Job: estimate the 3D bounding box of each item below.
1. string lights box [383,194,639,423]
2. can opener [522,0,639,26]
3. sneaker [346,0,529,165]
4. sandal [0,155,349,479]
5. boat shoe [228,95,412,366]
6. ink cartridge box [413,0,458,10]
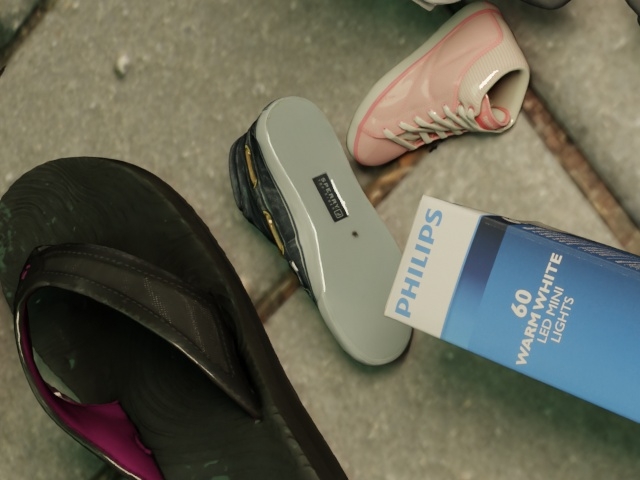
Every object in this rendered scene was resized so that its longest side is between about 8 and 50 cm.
[{"bbox_3d":[0.179,0.052,0.944,0.260,0.133,0.076,21,97,38],"label":"string lights box"},{"bbox_3d":[0.185,-0.117,0.996,0.095,0.076,0.283,-39,60,8],"label":"can opener"},{"bbox_3d":[0.076,-0.081,1.097,0.134,0.051,0.070,-45,54,19],"label":"sneaker"},{"bbox_3d":[-0.113,0.094,1.181,0.167,0.107,0.446,-52,56,19],"label":"sandal"},{"bbox_3d":[0.000,0.000,1.145,0.083,0.065,0.183,-34,76,63],"label":"boat shoe"},{"bbox_3d":[0.067,-0.373,1.029,0.279,0.160,0.384,-40,48,25],"label":"ink cartridge box"}]
